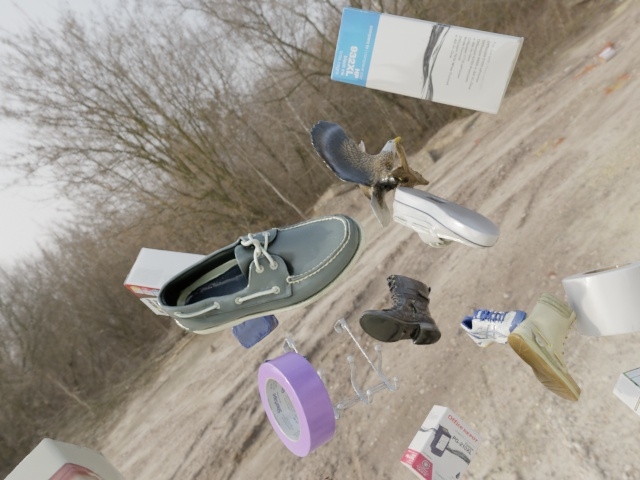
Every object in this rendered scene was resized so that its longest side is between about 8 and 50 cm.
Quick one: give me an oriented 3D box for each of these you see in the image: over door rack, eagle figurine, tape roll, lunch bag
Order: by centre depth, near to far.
[{"bbox_3d":[-0.145,0.194,1.059,0.098,0.067,0.065,-39,-6,13],"label":"lunch bag"},{"bbox_3d":[0.126,-0.189,1.194,0.298,0.227,0.225,21,39,41],"label":"eagle figurine"},{"bbox_3d":[-0.074,0.465,1.320,0.090,0.275,0.274,-19,-7,-33],"label":"tape roll"},{"bbox_3d":[0.853,0.162,1.328,0.245,0.169,0.246,-14,-7,-2],"label":"tape roll"},{"bbox_3d":[0.061,0.371,1.436,0.239,0.324,0.108,-13,-52,-32],"label":"over door rack"}]

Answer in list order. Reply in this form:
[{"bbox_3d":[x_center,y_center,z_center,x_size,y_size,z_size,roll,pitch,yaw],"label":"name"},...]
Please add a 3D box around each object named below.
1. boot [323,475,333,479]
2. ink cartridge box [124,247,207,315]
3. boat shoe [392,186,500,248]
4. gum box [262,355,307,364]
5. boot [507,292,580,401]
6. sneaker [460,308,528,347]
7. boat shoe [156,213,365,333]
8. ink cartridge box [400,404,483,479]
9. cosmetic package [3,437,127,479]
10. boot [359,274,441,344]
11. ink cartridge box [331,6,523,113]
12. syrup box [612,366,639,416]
[{"bbox_3d":[0.093,0.637,0.978,0.377,0.284,0.138,-49,-22,15],"label":"boot"},{"bbox_3d":[-0.366,0.159,1.381,0.272,0.308,0.130,71,-151,-54],"label":"ink cartridge box"},{"bbox_3d":[0.230,-0.029,0.900,0.096,0.088,0.267,-4,24,-34],"label":"boat shoe"},{"bbox_3d":[-0.104,0.494,1.569,0.156,0.185,0.041,1,-38,-23],"label":"gum box"},{"bbox_3d":[0.674,0.301,1.307,0.203,0.262,0.095,-43,0,-23],"label":"boot"},{"bbox_3d":[0.620,0.304,1.675,0.112,0.131,0.296,-48,-3,-31],"label":"sneaker"},{"bbox_3d":[-0.089,0.044,0.661,0.319,0.116,0.099,-25,-33,14],"label":"boat shoe"},{"bbox_3d":[0.418,0.718,1.581,0.237,0.172,0.100,-49,0,-20],"label":"ink cartridge box"},{"bbox_3d":[-0.237,0.374,0.491,0.153,0.296,0.129,-51,-28,-22],"label":"cosmetic package"},{"bbox_3d":[0.222,0.186,1.339,0.229,0.262,0.091,-95,25,-51],"label":"boot"},{"bbox_3d":[0.202,-0.342,0.884,0.223,0.307,0.129,-46,-30,-65],"label":"ink cartridge box"},{"bbox_3d":[1.023,0.501,1.382,0.093,0.097,0.237,-11,33,-15],"label":"syrup box"}]
